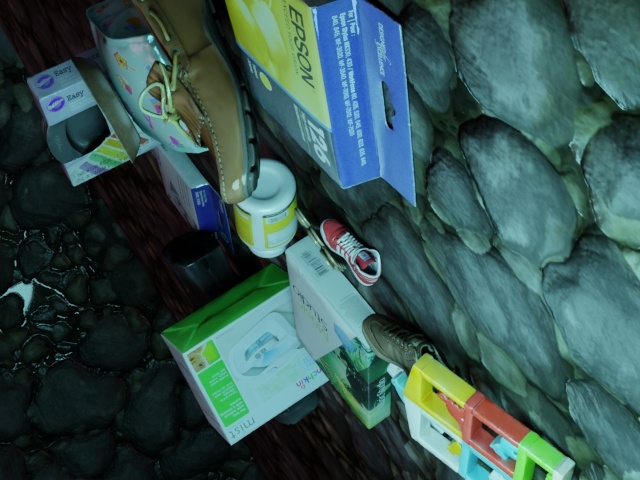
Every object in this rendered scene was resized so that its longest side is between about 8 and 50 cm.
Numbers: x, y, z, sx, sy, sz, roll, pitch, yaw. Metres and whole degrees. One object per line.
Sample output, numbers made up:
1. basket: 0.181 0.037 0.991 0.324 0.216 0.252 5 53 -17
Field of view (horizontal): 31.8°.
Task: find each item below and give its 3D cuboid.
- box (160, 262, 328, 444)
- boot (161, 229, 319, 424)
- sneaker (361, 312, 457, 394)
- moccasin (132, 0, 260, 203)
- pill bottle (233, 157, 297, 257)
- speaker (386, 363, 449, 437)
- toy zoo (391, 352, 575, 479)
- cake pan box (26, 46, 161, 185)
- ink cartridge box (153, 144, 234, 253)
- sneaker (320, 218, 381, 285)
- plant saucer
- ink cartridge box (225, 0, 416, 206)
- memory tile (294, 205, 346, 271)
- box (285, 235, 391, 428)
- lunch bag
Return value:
1. box: -0.132 0.215 2.148 0.126 0.262 0.231 29 146 59
2. boot: -0.220 0.181 2.483 0.367 0.146 0.445 4 134 56
3. sneaker: 0.137 0.158 1.636 0.188 0.066 0.071 43 142 28
4. moccasin: -0.184 -0.224 1.549 0.139 0.147 0.380 95 155 -82
5. pill bottle: -0.089 -0.046 1.820 0.103 0.103 0.184 51 163 22
6. speaker: 0.160 0.227 1.679 0.136 0.055 0.055 51 163 25
7. toy zoo: 0.209 0.270 1.533 0.293 0.030 0.192 36 150 28
8. cake pan box: -0.377 -0.241 2.022 0.070 0.266 0.246 53 162 33
9. ink cartridge box: -0.271 -0.092 2.380 0.224 0.045 0.223 49 162 27
10. sneaker: 0.047 0.013 1.636 0.118 0.042 0.067 50 168 0
11. plant saucer: -0.344 -0.220 1.832 0.199 0.036 0.198 58 174 9
12. ink cartridge box: -0.009 -0.210 1.351 0.307 0.072 0.304 49 162 35
13. memory tile: 0.000 0.000 1.718 0.113 0.012 0.148 56 -176 7
14. box: 0.034 0.164 1.931 0.232 0.058 0.322 49 163 28
15. lunch bag: -0.248 -0.271 1.781 0.262 0.160 0.223 44 159 57
